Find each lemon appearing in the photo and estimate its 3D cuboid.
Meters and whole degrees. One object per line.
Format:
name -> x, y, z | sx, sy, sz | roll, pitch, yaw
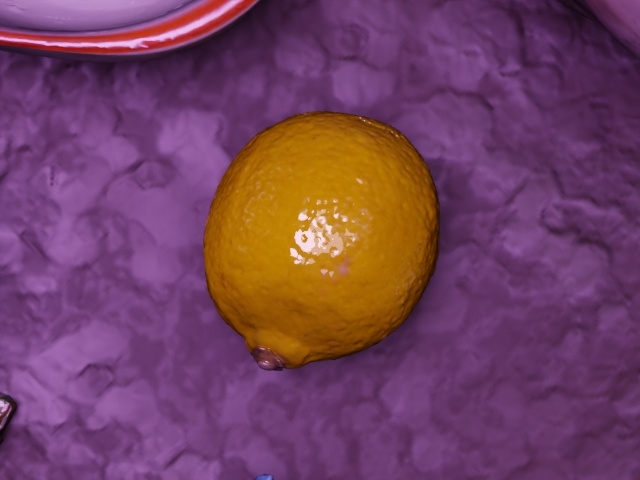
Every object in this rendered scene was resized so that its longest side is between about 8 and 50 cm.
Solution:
lemon -> 0.000, 0.000, 0.794 | 0.109, 0.109, 0.133 | 18, 73, 1

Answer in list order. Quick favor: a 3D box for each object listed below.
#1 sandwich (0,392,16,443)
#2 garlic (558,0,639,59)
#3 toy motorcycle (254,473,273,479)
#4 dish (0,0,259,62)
sandwich -> -0.220, 0.089, 0.829 | 0.135, 0.029, 0.067 | 14, 82, 2
garlic -> 0.189, -0.212, 0.707 | 0.259, 0.317, 0.317 | -20, 87, -13
toy motorcycle -> -0.013, 0.252, 0.783 | 0.182, 0.123, 0.272 | -24, 89, -23
dish -> -0.112, -0.197, 0.799 | 0.256, 0.117, 0.256 | 0, 88, 0
